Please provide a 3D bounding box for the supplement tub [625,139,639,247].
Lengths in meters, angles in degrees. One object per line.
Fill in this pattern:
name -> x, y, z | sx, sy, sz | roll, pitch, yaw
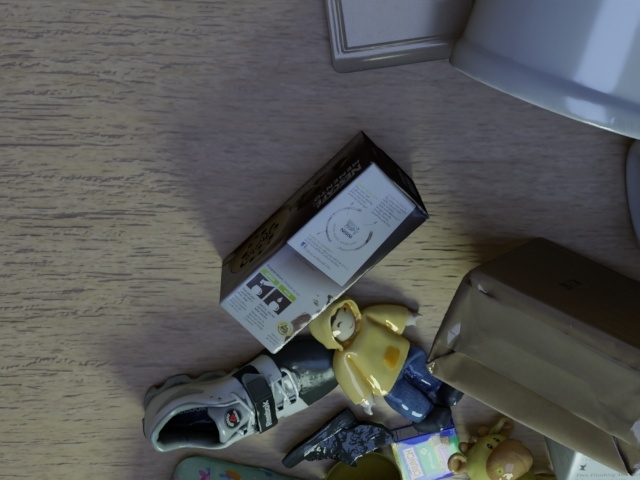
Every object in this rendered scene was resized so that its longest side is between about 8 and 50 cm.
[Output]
supplement tub -> 0.621, -0.069, 1.604 | 0.325, 0.235, 0.235 | -12, 110, 2

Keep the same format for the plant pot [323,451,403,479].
plant pot -> 0.079, 0.421, 1.823 | 0.134, 0.134, 0.095 | -20, 132, 4

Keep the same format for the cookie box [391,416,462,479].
cookie box -> 0.172, 0.342, 1.834 | 0.107, 0.040, 0.091 | -15, 112, 3

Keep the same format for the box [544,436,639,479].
box -> 0.445, 0.284, 1.740 | 0.181, 0.182, 0.119 | 0, 127, -5

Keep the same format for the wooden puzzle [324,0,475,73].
wooden puzzle -> 0.113, -0.360, 1.576 | 0.221, 0.044, 0.238 | -8, 115, -1

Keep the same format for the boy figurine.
boy figurine -> 0.092, 0.168, 1.726 | 0.285, 0.092, 0.177 | 43, 70, -21

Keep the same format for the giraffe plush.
giraffe plush -> 0.298, 0.375, 1.786 | 0.210, 0.181, 0.170 | -20, 98, 34

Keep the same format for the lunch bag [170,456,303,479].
lunch bag -> -0.125, 0.483, 1.834 | 0.279, 0.108, 0.224 | 16, 108, -9

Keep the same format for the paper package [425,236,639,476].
paper package -> 0.357, 0.147, 1.578 | 0.309, 0.325, 0.168 | 27, 109, 21

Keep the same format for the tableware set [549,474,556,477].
tableware set -> 0.318, 0.392, 1.873 | 0.154, 0.024, 0.104 | 15, 105, -7

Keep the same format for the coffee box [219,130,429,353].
coffee box -> 0.000, 0.000, 1.632 | 0.297, 0.168, 0.119 | -42, 107, 12

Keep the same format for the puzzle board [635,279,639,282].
puzzle board -> 0.461, 0.131, 1.752 | 0.096, 0.011, 0.128 | -10, 78, 2

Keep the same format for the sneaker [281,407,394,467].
sneaker -> 0.027, 0.333, 1.808 | 0.170, 0.051, 0.089 | -39, 89, 7

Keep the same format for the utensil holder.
utensil holder -> 0.382, -0.355, 1.445 | 0.328, 0.327, 0.385 | 17, 105, -9

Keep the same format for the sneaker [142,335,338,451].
sneaker -> -0.111, 0.252, 1.733 | 0.331, 0.146, 0.122 | -20, 108, 2
